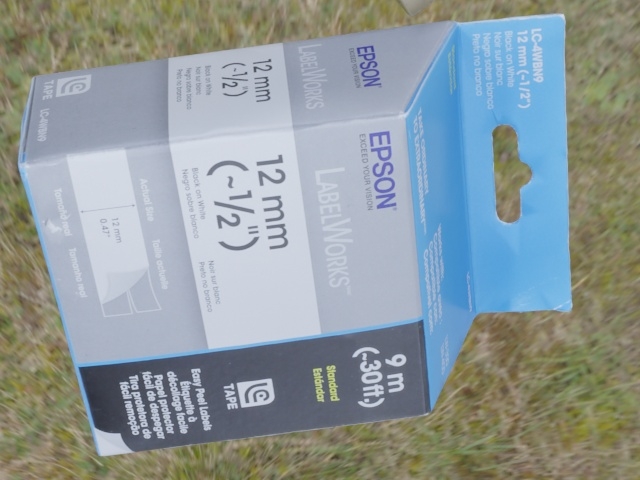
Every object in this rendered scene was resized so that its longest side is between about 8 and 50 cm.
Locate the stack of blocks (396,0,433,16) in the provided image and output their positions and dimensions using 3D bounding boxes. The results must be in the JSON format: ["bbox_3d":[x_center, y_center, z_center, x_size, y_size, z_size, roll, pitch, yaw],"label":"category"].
[{"bbox_3d":[0.124,-0.314,1.058,0.297,0.087,0.171,-37,59,2],"label":"stack of blocks"}]

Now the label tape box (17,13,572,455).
[{"bbox_3d":[0.000,0.000,1.022,0.348,0.249,0.115,-6,37,2],"label":"label tape box"}]
